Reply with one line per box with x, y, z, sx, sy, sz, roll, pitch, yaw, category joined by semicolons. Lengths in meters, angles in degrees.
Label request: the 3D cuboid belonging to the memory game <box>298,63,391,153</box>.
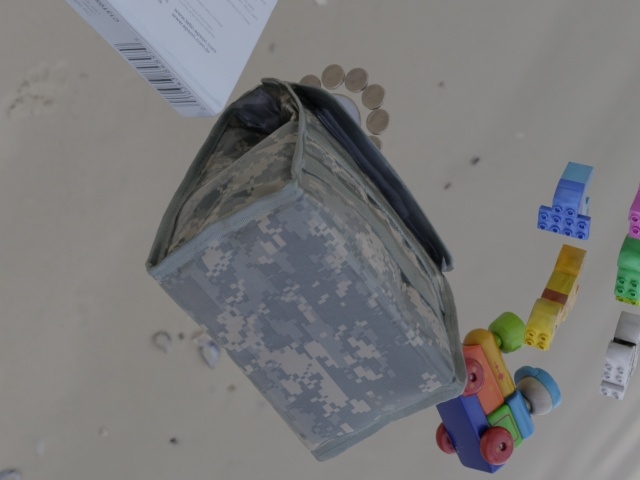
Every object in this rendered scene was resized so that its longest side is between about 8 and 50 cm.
0.015;-0.160;1.470;0.186;0.186;0.012;-47;152;9;memory game

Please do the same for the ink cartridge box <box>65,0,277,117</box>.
-0.096;-0.232;0.657;0.223;0.045;0.224;46;60;-41;ink cartridge box

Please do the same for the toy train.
0.175;0.123;1.181;0.143;0.105;0.248;-30;102;-27;toy train

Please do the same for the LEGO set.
0.198;0.034;0.772;0.093;0.087;0.227;-53;149;-42;LEGO set

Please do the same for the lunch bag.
0.000;0.000;0.902;0.169;0.287;0.235;-30;115;18;lunch bag
